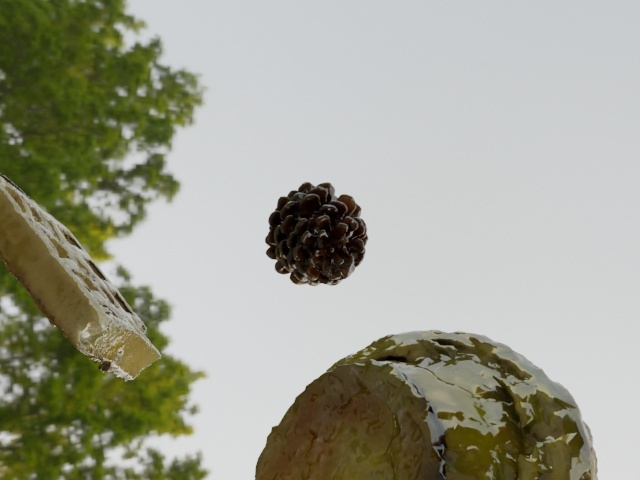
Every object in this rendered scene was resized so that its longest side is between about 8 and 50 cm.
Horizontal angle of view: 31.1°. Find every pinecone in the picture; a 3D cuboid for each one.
[{"bbox_3d":[-0.004,0.002,1.060,0.102,0.109,0.102,-1,-66,-2],"label":"pinecone"}]

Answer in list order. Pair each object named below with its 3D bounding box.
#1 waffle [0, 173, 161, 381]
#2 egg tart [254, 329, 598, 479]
[{"bbox_3d":[-0.102,0.016,0.457,0.021,0.135,0.092,-41,-102,-6],"label":"waffle"},{"bbox_3d":[0.045,0.175,0.780,0.294,0.123,0.294,-29,-137,31],"label":"egg tart"}]
